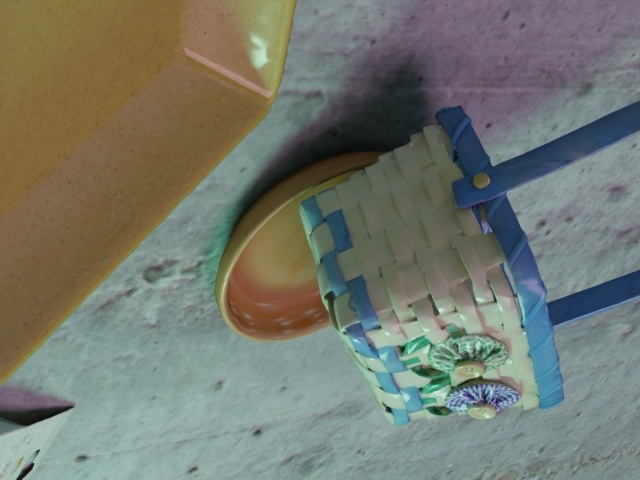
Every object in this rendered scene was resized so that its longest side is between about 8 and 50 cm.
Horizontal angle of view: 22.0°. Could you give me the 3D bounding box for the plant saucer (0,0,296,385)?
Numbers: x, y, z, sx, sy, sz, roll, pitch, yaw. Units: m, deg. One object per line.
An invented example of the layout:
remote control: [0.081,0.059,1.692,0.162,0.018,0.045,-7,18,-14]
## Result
plant saucer: [-0.118,-0.126,0.905,0.333,0.081,0.333,-50,162,-41]

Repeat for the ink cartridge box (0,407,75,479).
ink cartridge box: [-0.292,0.188,1.295,0.179,0.045,0.145,-20,148,-57]

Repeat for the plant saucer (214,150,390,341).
plant saucer: [0.000,0.000,1.315,0.200,0.037,0.200,-25,147,-18]

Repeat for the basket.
basket: [0.148,0.015,1.248,0.289,0.201,0.255,-26,147,2]
